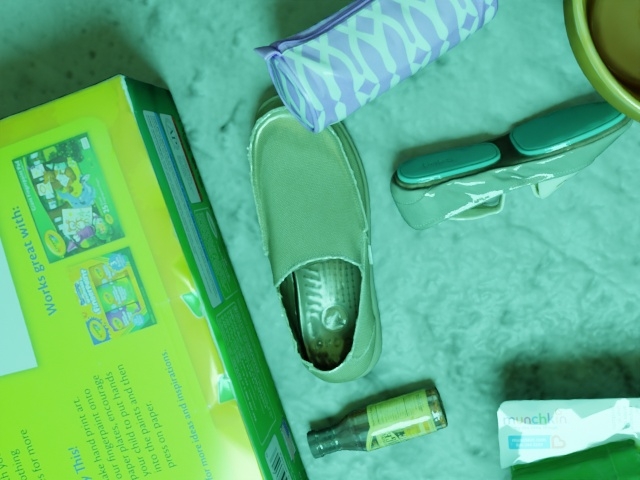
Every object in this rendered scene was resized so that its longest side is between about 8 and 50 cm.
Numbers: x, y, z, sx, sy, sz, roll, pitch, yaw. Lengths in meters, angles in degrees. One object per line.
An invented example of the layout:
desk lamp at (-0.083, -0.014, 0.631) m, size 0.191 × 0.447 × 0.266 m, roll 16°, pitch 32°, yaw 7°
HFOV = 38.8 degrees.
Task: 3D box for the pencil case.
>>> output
pencil case at (0.051, -0.173, 0.752) m, size 0.206 × 0.088 × 0.086 m, roll -37°, pitch 47°, yaw -11°

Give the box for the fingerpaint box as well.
fingerpaint box at (-0.244, 0.131, 0.800) m, size 0.371 × 0.163 × 0.444 m, roll -20°, pitch 93°, yaw 6°

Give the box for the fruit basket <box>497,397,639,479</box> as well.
fruit basket at (0.336, 0.279, 0.755) m, size 0.353 × 0.165 × 0.326 m, roll -6°, pitch 95°, yaw 5°

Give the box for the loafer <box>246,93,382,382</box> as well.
loafer at (0.000, 0.000, 0.797) m, size 0.102 × 0.092 × 0.268 m, roll -14°, pitch 94°, yaw 7°

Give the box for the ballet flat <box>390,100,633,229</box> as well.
ballet flat at (0.168, -0.062, 0.797) m, size 0.213 × 0.072 × 0.068 m, roll -16°, pitch 121°, yaw 8°

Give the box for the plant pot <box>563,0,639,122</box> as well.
plant pot at (0.283, -0.180, 0.703) m, size 0.205 × 0.188 × 0.205 m, roll 0°, pitch 95°, yaw 5°

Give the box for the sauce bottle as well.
sauce bottle at (0.051, 0.171, 0.835) m, size 0.128 × 0.042 × 0.042 m, roll -19°, pitch 93°, yaw 9°
